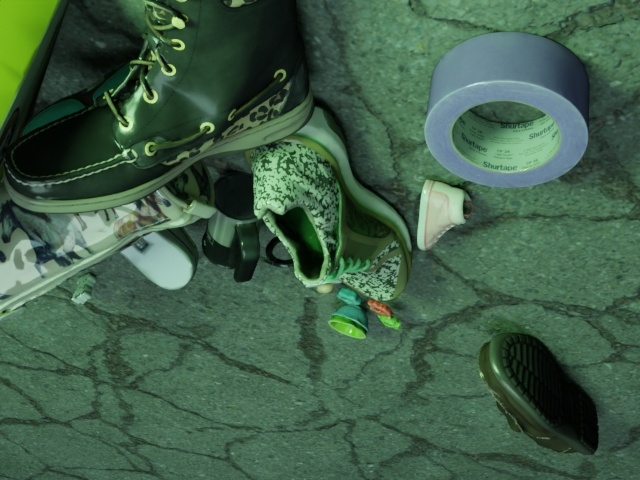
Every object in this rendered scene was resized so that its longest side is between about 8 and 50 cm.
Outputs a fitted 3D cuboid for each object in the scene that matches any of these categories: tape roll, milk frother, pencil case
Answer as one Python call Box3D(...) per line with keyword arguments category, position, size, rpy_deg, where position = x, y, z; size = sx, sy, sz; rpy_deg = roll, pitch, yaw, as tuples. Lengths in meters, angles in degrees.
Box3D(category="tape roll", position=(0.219, -0.150, 1.198), size=(0.189, 0.080, 0.189), rpy_deg=(8, 145, 6))
Box3D(category="milk frother", position=(-0.088, -0.021, 1.479), size=(0.143, 0.129, 0.134), rpy_deg=(-25, 157, -26))
Box3D(category="pencil case", position=(-0.340, -0.020, 1.364), size=(0.410, 0.183, 0.160), rpy_deg=(-26, 168, 15))

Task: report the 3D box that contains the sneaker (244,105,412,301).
Box3D(category="sneaker", position=(0.000, 0.000, 1.387), size=(0.158, 0.182, 0.410), rpy_deg=(-8, 144, 28))

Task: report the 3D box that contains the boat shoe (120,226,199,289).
Box3D(category="boat shoe", position=(-0.279, -0.044, 1.487), size=(0.267, 0.088, 0.096), rpy_deg=(41, 111, -10))

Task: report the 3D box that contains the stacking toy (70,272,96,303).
Box3D(category="stacking toy", position=(-0.399, 0.022, 1.654), size=(0.221, 0.052, 0.167), rpy_deg=(-23, 133, 39))

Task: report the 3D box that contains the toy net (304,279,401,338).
Box3D(category="toy net", position=(0.034, 0.094, 1.605), size=(0.122, 0.045, 0.232), rpy_deg=(11, 158, 38))

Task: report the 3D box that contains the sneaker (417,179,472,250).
Box3D(category="sneaker", position=(0.173, -0.028, 1.414), size=(0.070, 0.051, 0.134), rpy_deg=(11, 142, 10))

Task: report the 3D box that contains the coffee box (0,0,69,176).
Box3D(category="coffee box", position=(-0.511, -0.172, 1.145), size=(0.338, 0.337, 0.334), rpy_deg=(23, 145, -15))

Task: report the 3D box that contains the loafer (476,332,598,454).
Box3D(category="loafer", position=(0.353, 0.281, 1.739), size=(0.130, 0.133, 0.366), rpy_deg=(-15, 138, 33))

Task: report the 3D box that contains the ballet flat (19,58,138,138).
Box3D(category="ballet flat", position=(-0.285, -0.157, 1.272), size=(0.188, 0.070, 0.070), rpy_deg=(-32, 146, -14))

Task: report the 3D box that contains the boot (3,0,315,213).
Box3D(category="boot", position=(-0.175, -0.193, 1.092), size=(0.378, 0.138, 0.284), rpy_deg=(-19, 145, -17))
